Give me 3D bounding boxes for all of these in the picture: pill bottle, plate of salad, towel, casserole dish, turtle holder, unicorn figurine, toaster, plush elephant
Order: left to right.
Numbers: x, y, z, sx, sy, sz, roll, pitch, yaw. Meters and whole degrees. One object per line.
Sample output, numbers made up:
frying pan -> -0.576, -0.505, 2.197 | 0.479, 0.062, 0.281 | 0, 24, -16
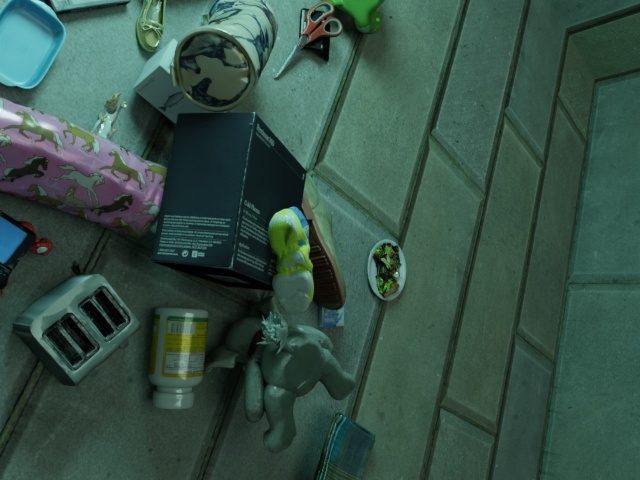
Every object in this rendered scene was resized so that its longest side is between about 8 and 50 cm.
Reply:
casserole dish -> -0.568, -0.372, 1.014 | 0.114, 0.037, 0.188 | 34, 64, -37
toaster -> -0.464, 0.160, 1.021 | 0.168, 0.110, 0.185 | -46, 117, -37
unicorn figurine -> -0.450, -0.225, 1.083 | 0.060, 0.111, 0.162 | 46, 42, -20
pill bottle -> -0.309, 0.251, 1.156 | 0.118, 0.118, 0.208 | 11, 79, -43
plush elephant -> -0.124, 0.279, 1.263 | 0.272, 0.255, 0.329 | -38, 120, -29
towel -> 0.048, 0.686, 1.474 | 0.271, 0.040, 0.370 | 50, 53, -48
turtle holder -> 0.135, -0.799, 1.590 | 0.320, 0.243, 0.227 | 49, 38, -19
plate of salad -> 0.225, 0.095, 1.732 | 0.200, 0.048, 0.199 | 4, 84, -43

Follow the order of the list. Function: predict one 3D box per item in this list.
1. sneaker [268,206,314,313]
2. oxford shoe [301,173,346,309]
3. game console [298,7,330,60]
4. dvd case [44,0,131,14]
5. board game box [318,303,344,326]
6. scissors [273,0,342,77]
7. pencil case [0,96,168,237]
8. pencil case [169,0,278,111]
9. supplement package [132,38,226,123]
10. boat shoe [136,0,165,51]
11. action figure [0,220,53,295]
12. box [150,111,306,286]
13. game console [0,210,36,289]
sneaker -> -0.050, 0.036, 1.159 | 0.126, 0.091, 0.240 | -62, 152, -61
oxford shoe -> 0.000, 0.000, 1.465 | 0.146, 0.141, 0.396 | -37, 114, -47
game console -> -0.016, -0.609, 1.582 | 0.107, 0.071, 0.122 | 4, 82, -14
dvd case -> -0.516, -0.594, 1.088 | 0.179, 0.030, 0.238 | -33, 110, -41
board game box -> 0.032, 0.206, 1.556 | 0.090, 0.020, 0.090 | 4, 85, -44
scissors -> -0.054, -0.575, 1.514 | 0.297, 0.021, 0.109 | -42, 103, -20
pencil case -> -0.476, -0.128, 0.994 | 0.386, 0.167, 0.160 | 21, 65, -41
pencil case -> -0.201, -0.421, 1.159 | 0.410, 0.184, 0.159 | -87, 166, -56
supplement package -> -0.306, -0.336, 1.199 | 0.179, 0.105, 0.105 | 39, 43, -35
boat shoe -> -0.375, -0.502, 1.201 | 0.056, 0.048, 0.152 | 17, 75, -42
action figure -> -0.609, 0.005, 0.908 | 0.280, 0.092, 0.139 | 20, 67, -40
box -> -0.179, -0.066, 1.173 | 0.343, 0.179, 0.312 | 41, 55, -69
game console -> -0.544, -0.005, 0.853 | 0.144, 0.124, 0.085 | 41, 82, -28
